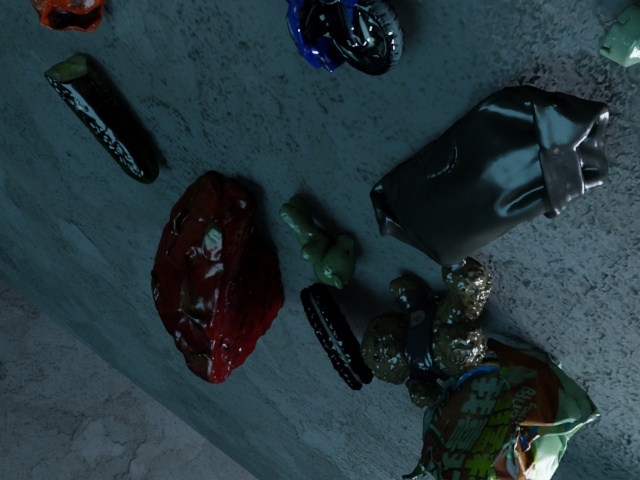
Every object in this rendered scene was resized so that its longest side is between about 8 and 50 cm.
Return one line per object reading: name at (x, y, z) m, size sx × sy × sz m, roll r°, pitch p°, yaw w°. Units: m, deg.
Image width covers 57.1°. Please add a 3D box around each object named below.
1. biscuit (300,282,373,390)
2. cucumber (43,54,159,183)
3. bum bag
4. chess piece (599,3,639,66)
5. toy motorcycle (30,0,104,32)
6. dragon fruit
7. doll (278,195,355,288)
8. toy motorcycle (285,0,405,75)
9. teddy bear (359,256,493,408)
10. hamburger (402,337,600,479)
biscuit at (0.026, 0.154, 0.958) m, size 0.194 × 0.053 × 0.194 m, roll 60°, pitch -179°, yaw -2°
cucumber at (-0.353, -0.197, 0.992) m, size 0.074 × 0.074 × 0.241 m, roll -1°, pitch 132°, yaw 47°
bum bag at (0.167, -0.057, 0.618) m, size 0.142 × 0.080 × 0.326 m, roll 51°, pitch 150°, yaw -2°
chess piece at (0.265, -0.134, 0.435) m, size 0.103 × 0.067 × 0.067 m, roll 36°, pitch 148°, yaw 23°
toy motorcycle at (-0.321, -0.357, 0.746) m, size 0.298 × 0.089 × 0.171 m, roll -1°, pitch 130°, yaw 46°
dragon fruit at (-0.228, 0.043, 1.006) m, size 0.286 × 0.228 × 0.329 m, roll 31°, pitch 148°, yaw 19°
doll at (0.000, 0.000, 0.859) m, size 0.150 × 0.077 × 0.115 m, roll 51°, pitch -169°, yaw -7°
toy motorcycle at (-0.011, -0.277, 0.509) m, size 0.169 × 0.113 × 0.315 m, roll 31°, pitch 156°, yaw 35°
teddy bear at (0.154, 0.134, 0.801) m, size 0.129 × 0.181 × 0.251 m, roll 22°, pitch 150°, yaw -23°
hamburger at (0.246, 0.268, 0.800) m, size 0.151 × 0.260 × 0.276 m, roll 29°, pitch 178°, yaw -10°
